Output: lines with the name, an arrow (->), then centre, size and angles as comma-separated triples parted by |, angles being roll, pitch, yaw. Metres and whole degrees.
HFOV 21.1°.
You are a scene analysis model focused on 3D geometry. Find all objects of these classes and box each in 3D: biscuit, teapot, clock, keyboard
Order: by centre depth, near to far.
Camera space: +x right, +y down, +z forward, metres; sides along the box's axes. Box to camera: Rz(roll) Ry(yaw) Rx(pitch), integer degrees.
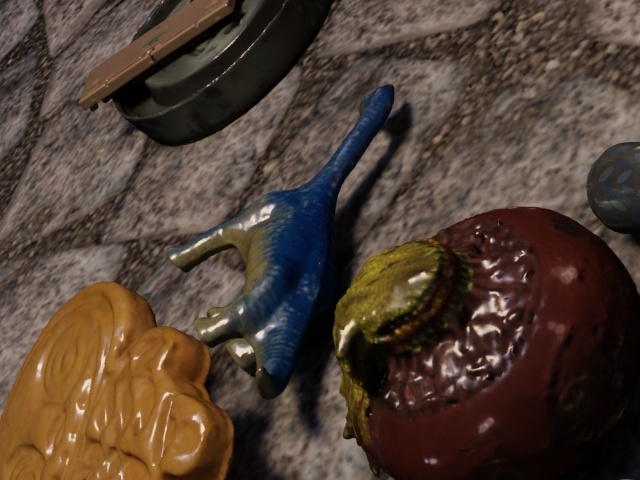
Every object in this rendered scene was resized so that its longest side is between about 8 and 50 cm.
teapot -> 0.186, -0.026, 0.892 | 0.083, 0.064, 0.049 | 2, 86, 50
biscuit -> -0.141, 0.130, 1.056 | 0.289, 0.044, 0.202 | 19, 89, 62
keyboard -> -0.131, -0.159, 1.404 | 0.166, 0.017, 0.055 | -30, 29, 27
clock -> -0.080, -0.170, 1.411 | 0.215, 0.042, 0.215 | -33, 32, 23

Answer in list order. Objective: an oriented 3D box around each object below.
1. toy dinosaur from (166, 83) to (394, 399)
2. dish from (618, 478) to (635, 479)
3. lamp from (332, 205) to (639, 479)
toy dinosaur -> 0.000, 0.000, 1.071 | 0.188, 0.075, 0.247 | -40, 23, 6
dish -> 0.184, 0.161, 0.612 | 0.236, 0.086, 0.228 | -6, 47, 50
lamp -> 0.077, 0.049, 0.838 | 0.157, 0.135, 0.156 | -51, 30, -12
